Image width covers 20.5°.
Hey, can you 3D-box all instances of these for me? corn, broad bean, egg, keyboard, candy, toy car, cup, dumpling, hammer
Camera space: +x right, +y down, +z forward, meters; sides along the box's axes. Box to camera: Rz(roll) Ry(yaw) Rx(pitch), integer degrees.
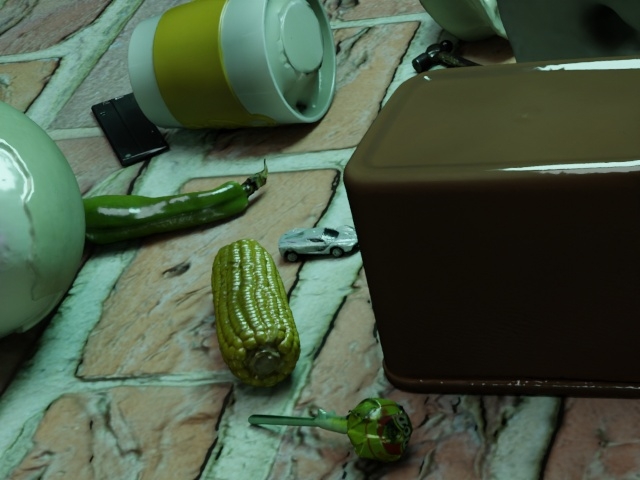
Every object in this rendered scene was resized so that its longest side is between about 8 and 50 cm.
[{"bbox_3d":[-0.072,0.066,1.783,0.080,0.080,0.231,-18,31,-1],"label":"corn"},{"bbox_3d":[-0.212,-0.035,2.054,0.318,0.056,0.098,-12,23,-1],"label":"broad bean"},{"bbox_3d":[-0.392,-0.023,1.890,0.278,0.278,0.336,-31,24,-23],"label":"egg"},{"bbox_3d":[-0.251,-0.147,2.302,0.067,0.011,0.202,-20,30,-9],"label":"keyboard"},{"bbox_3d":[0.003,0.168,1.609,0.194,0.062,0.058,-1,36,43],"label":"candy"},{"bbox_3d":[0.000,0.000,1.910,0.093,0.025,0.041,-7,32,18],"label":"toy car"},{"bbox_3d":[-0.096,-0.224,2.222,0.226,0.185,0.241,-7,-4,27],"label":"cup"},{"bbox_3d":[0.199,-0.322,2.249,0.132,0.162,0.250,-49,12,16],"label":"dumpling"},{"bbox_3d":[0.188,-0.210,2.177,0.065,0.021,0.178,-32,36,-24],"label":"hammer"}]

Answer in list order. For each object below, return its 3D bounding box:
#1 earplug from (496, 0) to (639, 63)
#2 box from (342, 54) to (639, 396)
[{"bbox_3d":[0.432,-0.315,1.929,0.394,0.312,0.313,-33,33,-27],"label":"earplug"},{"bbox_3d":[0.214,-0.020,1.629,0.339,0.229,0.239,-1,33,26],"label":"box"}]
